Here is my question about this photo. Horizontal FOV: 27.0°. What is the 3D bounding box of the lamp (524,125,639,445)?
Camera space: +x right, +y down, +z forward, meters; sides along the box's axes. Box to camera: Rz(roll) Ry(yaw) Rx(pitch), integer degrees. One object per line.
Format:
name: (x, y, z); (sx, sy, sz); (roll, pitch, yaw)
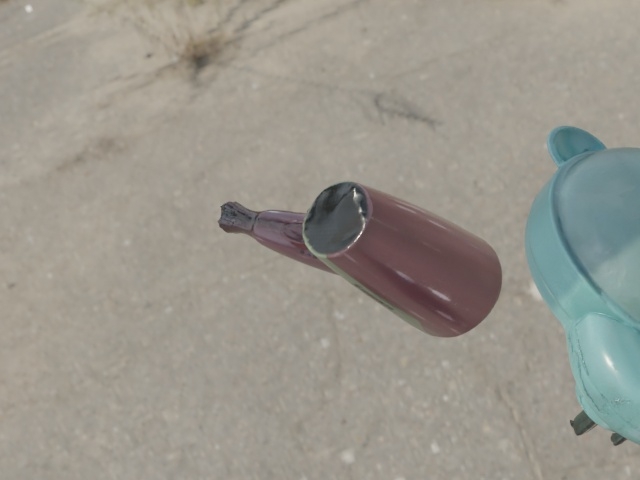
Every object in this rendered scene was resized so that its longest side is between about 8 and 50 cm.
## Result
lamp: (0.270, 0.038, 1.096); (0.147, 0.209, 0.284); (139, 144, -61)

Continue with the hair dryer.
hair dryer: (0.002, 0.002, 0.657); (0.154, 0.106, 0.054); (9, 76, 47)
